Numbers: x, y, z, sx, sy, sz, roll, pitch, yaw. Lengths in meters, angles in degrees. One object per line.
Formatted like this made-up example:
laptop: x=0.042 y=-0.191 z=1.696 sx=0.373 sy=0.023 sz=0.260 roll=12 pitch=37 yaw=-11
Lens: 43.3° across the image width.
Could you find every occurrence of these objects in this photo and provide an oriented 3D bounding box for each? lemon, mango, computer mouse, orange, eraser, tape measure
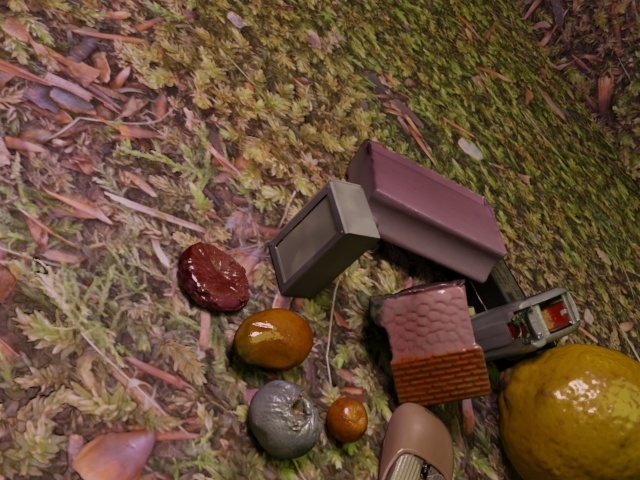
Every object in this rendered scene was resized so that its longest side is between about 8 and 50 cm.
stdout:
lemon: x=0.539 y=0.380 z=1.663 sx=0.387 sy=0.350 sz=0.350 roll=25 pitch=36 yaw=10
mango: x=-0.087 y=0.177 z=1.459 sx=0.165 sy=0.089 sz=0.115 roll=13 pitch=58 yaw=-32
computer mouse: x=0.183 y=0.407 z=1.510 sx=0.145 sy=0.082 sz=0.236 roll=39 pitch=37 yaw=-11
orange: x=0.048 y=0.325 z=1.463 sx=0.083 sy=0.070 sz=0.083 roll=22 pitch=56 yaw=-35
eraser: x=0.243 y=-0.073 z=1.912 sx=0.359 sy=0.122 sz=0.272 roll=23 pitch=32 yaw=-18
tape measure: x=0.446 y=0.191 z=1.763 sx=0.246 sy=0.243 sz=0.125 roll=-14 pitch=81 yaw=-29

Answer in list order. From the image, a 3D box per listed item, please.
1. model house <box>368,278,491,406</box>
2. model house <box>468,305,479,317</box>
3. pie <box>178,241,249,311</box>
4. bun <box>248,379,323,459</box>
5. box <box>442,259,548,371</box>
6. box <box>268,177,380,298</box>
model house: x=0.222 y=0.211 z=1.659 sx=0.237 sy=0.202 sz=0.237 roll=17 pitch=60 yaw=-85
model house: x=0.342 y=0.193 z=1.886 sx=0.058 sy=0.057 sz=0.083 roll=-6 pitch=78 yaw=-17
pie: x=-0.193 y=0.067 z=1.490 sx=0.153 sy=0.038 sz=0.154 roll=28 pitch=40 yaw=-27
bun: x=-0.054 y=0.299 z=1.380 sx=0.140 sy=0.083 sz=0.141 roll=25 pitch=40 yaw=-23
box: x=0.453 y=0.181 z=1.995 sx=0.211 sy=0.058 sz=0.350 roll=-4 pitch=60 yaw=-47
box: x=0.000 y=0.000 z=1.583 sx=0.086 sy=0.225 sz=0.130 roll=10 pitch=50 yaw=-37
